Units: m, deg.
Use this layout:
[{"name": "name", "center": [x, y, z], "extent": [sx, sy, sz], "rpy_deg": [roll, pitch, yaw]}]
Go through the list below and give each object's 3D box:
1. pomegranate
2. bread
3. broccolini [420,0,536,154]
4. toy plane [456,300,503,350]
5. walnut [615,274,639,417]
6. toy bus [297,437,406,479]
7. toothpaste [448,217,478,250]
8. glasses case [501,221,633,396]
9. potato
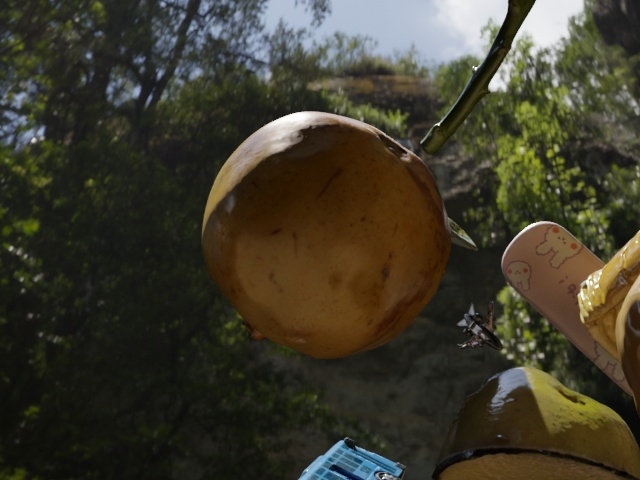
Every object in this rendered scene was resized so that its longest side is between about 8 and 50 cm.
[{"name": "pomegranate", "center": [0.000, 0.000, 1.028], "extent": [0.265, 0.264, 0.264], "rpy_deg": [2, -57, 3]}, {"name": "bread", "center": [0.441, 0.033, 1.170], "extent": [0.152, 0.119, 0.288], "rpy_deg": [41, -59, 8]}, {"name": "broccolini", "center": [0.111, -0.144, 0.616], "extent": [0.054, 0.052, 0.194], "rpy_deg": [23, -94, -48]}, {"name": "toy plane", "center": [0.212, 0.120, 1.292], "extent": [0.031, 0.083, 0.078], "rpy_deg": [22, -73, -34]}, {"name": "walnut", "center": [0.330, 0.077, 0.640], "extent": [0.257, 0.224, 0.256], "rpy_deg": [-2, -102, 11]}, {"name": "toy bus", "center": [0.026, 0.358, 1.311], "extent": [0.134, 0.234, 0.116], "rpy_deg": [23, -79, 14]}, {"name": "toothpaste", "center": [0.183, -0.018, 1.461], "extent": [0.067, 0.255, 0.037], "rpy_deg": [40, -88, -6]}, {"name": "glasses case", "center": [0.383, 0.096, 1.367], "extent": [0.297, 0.075, 0.113], "rpy_deg": [44, -82, 15]}, {"name": "potato", "center": [0.185, 0.171, 0.849], "extent": [0.202, 0.117, 0.182], "rpy_deg": [23, -33, -26]}]
